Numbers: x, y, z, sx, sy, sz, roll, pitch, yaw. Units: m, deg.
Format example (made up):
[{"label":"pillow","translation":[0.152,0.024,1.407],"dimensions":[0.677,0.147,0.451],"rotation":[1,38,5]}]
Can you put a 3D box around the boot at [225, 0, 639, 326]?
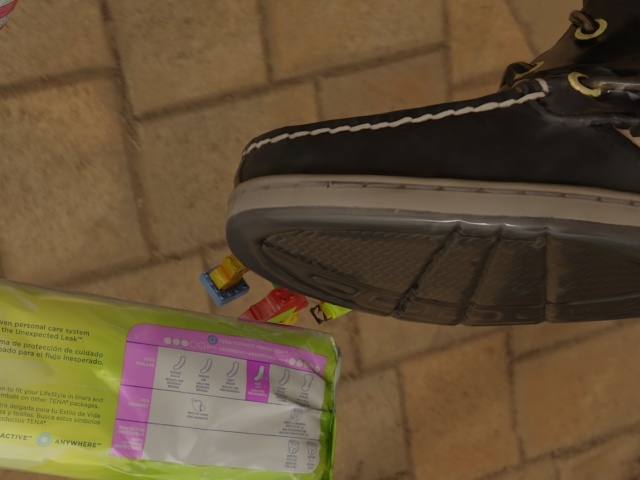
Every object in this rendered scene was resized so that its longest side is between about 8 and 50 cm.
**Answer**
[{"label":"boot","translation":[0.141,-0.113,0.565],"dimensions":[0.377,0.138,0.284],"rotation":[-3,70,0]}]

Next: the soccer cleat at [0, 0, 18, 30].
[{"label":"soccer cleat","translation":[-0.308,-0.150,0.859],"dimensions":[0.248,0.095,0.083],"rotation":[-43,100,-2]}]

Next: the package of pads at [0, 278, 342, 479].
[{"label":"package of pads","translation":[-0.156,0.094,0.715],"dimensions":[0.296,0.229,0.101],"rotation":[10,76,-21]}]

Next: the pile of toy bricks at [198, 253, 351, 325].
[{"label":"pile of toy bricks","translation":[0.000,0.000,0.982],"dimensions":[0.212,0.118,0.105],"rotation":[-25,161,-33]}]
